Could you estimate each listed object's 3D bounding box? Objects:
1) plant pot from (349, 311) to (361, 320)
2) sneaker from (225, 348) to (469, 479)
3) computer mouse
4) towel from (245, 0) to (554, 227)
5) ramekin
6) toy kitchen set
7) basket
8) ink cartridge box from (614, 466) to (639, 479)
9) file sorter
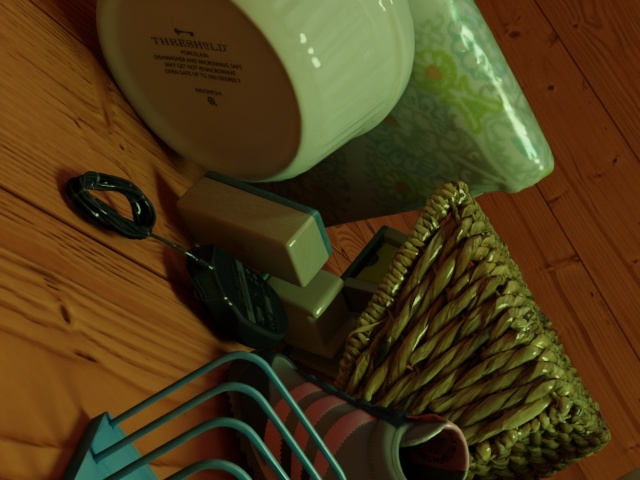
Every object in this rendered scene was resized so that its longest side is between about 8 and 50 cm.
[{"bbox_3d":[0.065,0.075,1.275,0.096,0.109,0.109,2,57,-63],"label":"plant pot"},{"bbox_3d":[0.028,0.148,0.755,0.112,0.131,0.319,57,0,-29],"label":"sneaker"},{"bbox_3d":[-0.104,0.021,0.848,0.242,0.041,0.071,40,26,-43],"label":"computer mouse"},{"bbox_3d":[0.004,-0.167,1.091,0.090,0.374,0.320,-49,115,-34],"label":"towel"},{"bbox_3d":[-0.066,-0.169,0.965,0.127,0.273,0.273,-49,114,-33],"label":"ramekin"},{"bbox_3d":[0.000,0.000,1.006,0.122,0.166,0.207,21,-33,33],"label":"toy kitchen set"},{"bbox_3d":[0.108,0.119,1.038,0.223,0.213,0.299,64,10,21],"label":"basket"},{"bbox_3d":[0.240,0.301,0.900,0.129,0.307,0.223,57,12,-10],"label":"ink cartridge box"},{"bbox_3d":[-0.053,0.145,0.549,0.118,0.104,0.170,57,11,-14],"label":"file sorter"}]
